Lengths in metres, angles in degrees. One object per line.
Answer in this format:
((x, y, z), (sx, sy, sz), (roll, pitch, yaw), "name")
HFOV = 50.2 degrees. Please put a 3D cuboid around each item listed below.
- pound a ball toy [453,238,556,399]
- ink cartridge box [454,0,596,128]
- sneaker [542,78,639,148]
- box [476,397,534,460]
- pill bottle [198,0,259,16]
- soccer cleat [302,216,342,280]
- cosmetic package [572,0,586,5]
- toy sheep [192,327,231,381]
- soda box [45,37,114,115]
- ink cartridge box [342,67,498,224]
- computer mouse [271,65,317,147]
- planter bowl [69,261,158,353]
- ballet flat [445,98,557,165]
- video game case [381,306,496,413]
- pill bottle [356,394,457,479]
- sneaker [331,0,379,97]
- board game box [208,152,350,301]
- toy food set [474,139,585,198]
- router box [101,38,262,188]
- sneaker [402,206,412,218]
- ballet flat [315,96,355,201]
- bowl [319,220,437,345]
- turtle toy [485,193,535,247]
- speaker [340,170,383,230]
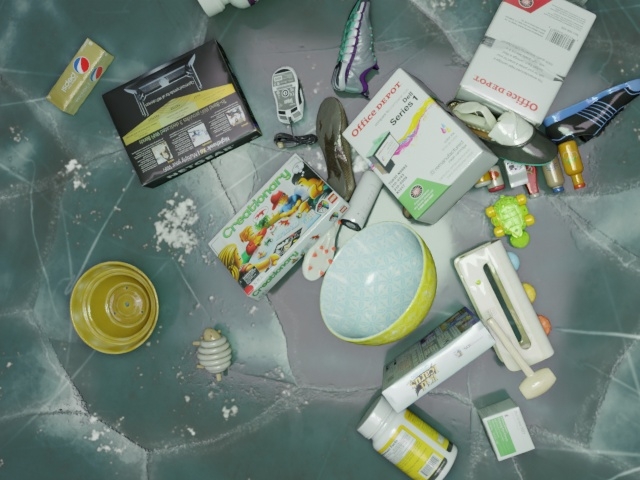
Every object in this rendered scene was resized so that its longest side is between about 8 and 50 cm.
((0.421, 0.159, 1.482), (0.136, 0.208, 0.319), (-26, 86, 6), "pound a ball toy")
((0.450, -0.405, 1.523), (0.197, 0.114, 0.273), (28, 88, 6), "ink cartridge box")
((0.621, -0.279, 1.532), (0.232, 0.081, 0.090), (-24, 90, 12), "sneaker")
((0.415, 0.423, 1.534), (0.087, 0.102, 0.101), (-21, 86, 4), "box")
((-0.156, -0.642, 1.571), (0.301, 0.169, 0.169), (-27, 87, 6), "pill bottle")
((0.000, 0.000, 1.590), (0.068, 0.076, 0.196), (25, 79, -32), "soccer cleat")
((0.549, -0.643, 1.502), (0.184, 0.151, 0.151), (27, 92, 4), "cosmetic package")
((-0.252, 0.270, 1.619), (0.091, 0.091, 0.132), (-10, 102, 6), "toy sheep")
((-0.587, -0.398, 1.668), (0.058, 0.061, 0.181), (36, 93, 5), "soda box")
((0.211, -0.205, 1.489), (0.201, 0.117, 0.278), (-47, 64, 20), "ink cartridge box")
((-0.068, -0.315, 1.620), (0.106, 0.042, 0.193), (-6, 91, 22), "computer mouse")
((-0.479, 0.157, 1.638), (0.217, 0.090, 0.217), (0, 90, 6), "planter bowl")
((0.376, -0.241, 1.481), (0.280, 0.096, 0.095), (27, 71, 38), "ballet flat")
((0.246, 0.250, 1.469), (0.244, 0.269, 0.061), (-38, 87, 5), "video game case")
((0.194, 0.454, 1.549), (0.208, 0.119, 0.119), (37, 93, 5), "pill bottle")
((0.098, -0.451, 1.600), (0.098, 0.083, 0.223), (15, 96, -15), "sneaker")
((-0.100, -0.033, 1.577), (0.305, 0.053, 0.193), (-46, 56, 4), "board game box")
((0.462, -0.136, 1.528), (0.232, 0.111, 0.104), (-17, 88, 7), "toy food set")
((-0.329, -0.298, 1.630), (0.309, 0.081, 0.243), (-24, 87, 5), "router box")
((0.226, -0.144, 1.588), (0.071, 0.066, 0.188), (28, 90, 26), "sneaker")
((0.043, -0.214, 1.607), (0.084, 0.058, 0.249), (-15, 81, 42), "ballet flat")
((0.155, 0.116, 1.521), (0.156, 0.289, 0.289), (34, 94, -37), "bowl")
((0.436, -0.043, 1.552), (0.095, 0.066, 0.130), (-22, 89, 15), "turtle toy")
((0.098, -0.093, 1.575), (0.055, 0.055, 0.136), (24, 73, 6), "speaker")
